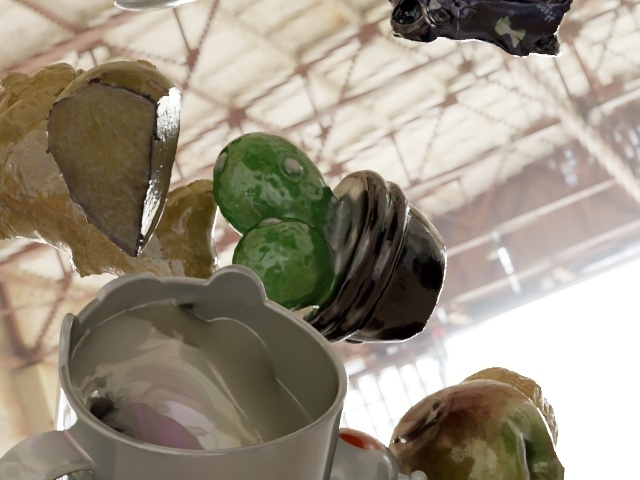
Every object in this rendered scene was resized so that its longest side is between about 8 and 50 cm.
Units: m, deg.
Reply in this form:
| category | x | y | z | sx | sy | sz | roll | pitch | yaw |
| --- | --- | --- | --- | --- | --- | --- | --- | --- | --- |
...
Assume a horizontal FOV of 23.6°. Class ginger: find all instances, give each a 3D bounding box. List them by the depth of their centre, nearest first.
| category | x | y | z | sx | sy | sz | roll | pitch | yaw |
| --- | --- | --- | --- | --- | --- | --- | --- | --- | --- |
| ginger | -0.213 | -0.058 | 1.656 | 0.236 | 0.376 | 0.166 | -55 | -9 | -21 |

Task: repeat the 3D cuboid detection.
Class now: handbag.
| category | x | y | z | sx | sy | sz | roll | pitch | yaw |
| --- | --- | --- | --- | --- | --- | --- | --- | --- | --- |
| handbag | 0.126 | -0.256 | 1.334 | 0.162 | 0.260 | 0.113 | 4 | -47 | -8 |

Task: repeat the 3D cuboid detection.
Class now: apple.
| category | x | y | z | sx | sy | sz | roll | pitch | yaw |
| --- | --- | --- | --- | --- | --- | --- | --- | --- | --- |
| apple | 0.154 | 0.253 | 1.623 | 0.188 | 0.207 | 0.174 | -12 | -7 | 39 |

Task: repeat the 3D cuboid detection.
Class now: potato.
| category | x | y | z | sx | sy | sz | roll | pitch | yaw |
| --- | --- | --- | --- | --- | --- | --- | --- | --- | --- |
| potato | -0.167 | -0.085 | 1.282 | 0.101 | 0.089 | 0.172 | 17 | -48 | 9 |

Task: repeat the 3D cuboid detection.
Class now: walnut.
| category | x | y | z | sx | sy | sz | roll | pitch | yaw |
| --- | --- | --- | --- | --- | --- | --- | --- | --- | --- |
| walnut | 0.212 | 0.249 | 1.905 | 0.159 | 0.159 | 0.206 | -38 | 13 | 51 |

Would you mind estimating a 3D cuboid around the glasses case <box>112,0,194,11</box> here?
| category | x | y | z | sx | sy | sz | roll | pitch | yaw |
| --- | --- | --- | --- | --- | --- | --- | --- | --- | --- |
| glasses case | -0.182 | -0.291 | 1.766 | 0.074 | 0.049 | 0.193 | -6 | 13 | 13 |

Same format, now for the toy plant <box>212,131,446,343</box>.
| category | x | y | z | sx | sy | sz | roll | pitch | yaw |
| --- | --- | --- | --- | --- | --- | --- | --- | --- | --- |
| toy plant | 0.000 | 0.000 | 1.517 | 0.235 | 0.218 | 0.175 | 23 | -57 | -19 |

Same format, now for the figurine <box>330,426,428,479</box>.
| category | x | y | z | sx | sy | sz | roll | pitch | yaw |
| --- | --- | --- | --- | --- | --- | --- | --- | --- | --- |
| figurine | 0.004 | 0.237 | 1.510 | 0.160 | 0.226 | 0.183 | -57 | -20 | -16 |

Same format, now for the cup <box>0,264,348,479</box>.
| category | x | y | z | sx | sy | sz | roll | pitch | yaw |
| --- | --- | --- | --- | --- | --- | --- | --- | --- | --- |
| cup | -0.127 | 0.188 | 1.180 | 0.290 | 0.219 | 0.257 | -17 | -50 | -37 |
